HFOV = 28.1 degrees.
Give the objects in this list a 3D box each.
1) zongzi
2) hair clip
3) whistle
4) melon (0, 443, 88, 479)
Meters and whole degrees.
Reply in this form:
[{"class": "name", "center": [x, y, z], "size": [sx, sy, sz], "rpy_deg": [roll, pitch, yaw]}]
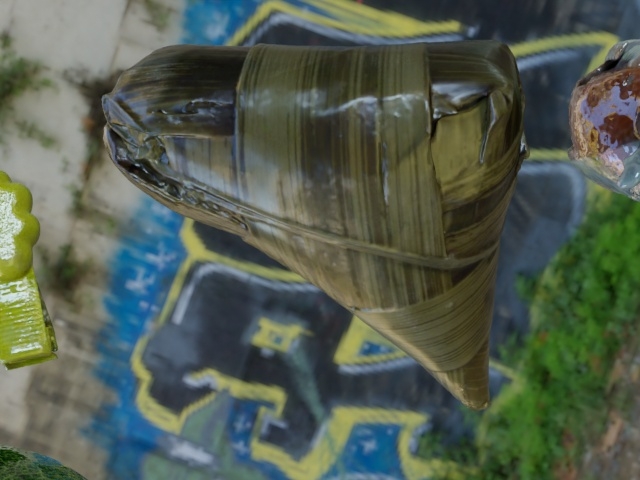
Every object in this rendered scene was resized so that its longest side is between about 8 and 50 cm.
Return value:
[{"class": "zongzi", "center": [0.000, 0.000, 0.899], "size": [0.134, 0.285, 0.288], "rpy_deg": [-71, -19, -55]}, {"class": "hair clip", "center": [-0.267, 0.021, 1.076], "size": [0.046, 0.072, 0.173], "rpy_deg": [126, 132, -74]}, {"class": "whistle", "center": [0.256, -0.084, 0.907], "size": [0.346, 0.142, 0.134], "rpy_deg": [-64, -31, -81]}, {"class": "melon", "center": [-0.196, 0.230, 0.950], "size": [0.169, 0.265, 0.129], "rpy_deg": [-28, 13, 42]}]
